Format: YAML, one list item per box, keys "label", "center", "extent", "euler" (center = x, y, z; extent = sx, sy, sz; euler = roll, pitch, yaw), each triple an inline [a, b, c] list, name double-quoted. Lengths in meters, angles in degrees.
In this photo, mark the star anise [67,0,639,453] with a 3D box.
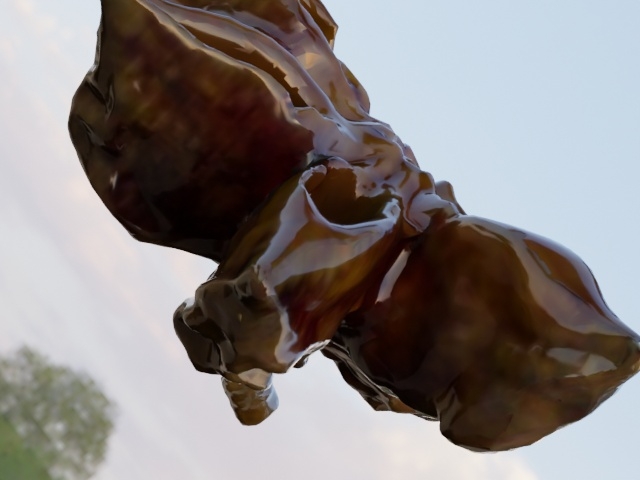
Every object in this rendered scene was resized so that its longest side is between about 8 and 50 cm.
- label: "star anise"
  center: [0.005, -0.001, 0.489]
  extent: [0.212, 0.111, 0.196]
  euler: [53, -7, -23]
